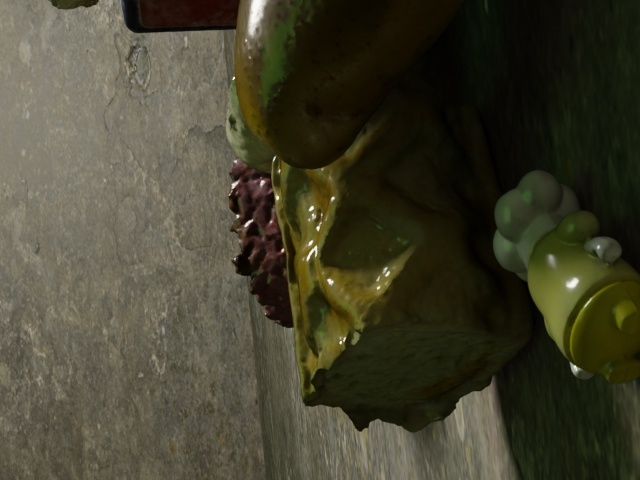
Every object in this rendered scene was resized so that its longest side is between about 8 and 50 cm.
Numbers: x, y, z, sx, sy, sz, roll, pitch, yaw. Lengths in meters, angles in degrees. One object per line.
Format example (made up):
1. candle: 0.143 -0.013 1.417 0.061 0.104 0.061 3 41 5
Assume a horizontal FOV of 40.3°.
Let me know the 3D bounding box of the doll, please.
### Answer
1. doll: 0.163 0.019 0.572 0.162 0.062 0.106 -112 19 -53

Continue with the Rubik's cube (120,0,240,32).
1. Rubik's cube: -0.079 -0.446 0.947 0.313 0.315 0.319 103 160 -60

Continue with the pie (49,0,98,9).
1. pie: -0.249 -0.383 0.837 0.337 0.075 0.338 174 90 -79

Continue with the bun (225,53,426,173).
1. bun: 0.021 -0.180 0.879 0.259 0.159 0.259 -63 -6 -12

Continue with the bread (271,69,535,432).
1. bread: 0.062 0.009 0.755 0.239 0.195 0.252 106 160 -57

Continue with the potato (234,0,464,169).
1. potato: 0.044 -0.229 0.624 0.369 0.195 0.176 -64 -17 15

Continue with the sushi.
1. sushi: -0.001 -0.028 1.118 0.236 0.170 0.270 25 -126 -70
